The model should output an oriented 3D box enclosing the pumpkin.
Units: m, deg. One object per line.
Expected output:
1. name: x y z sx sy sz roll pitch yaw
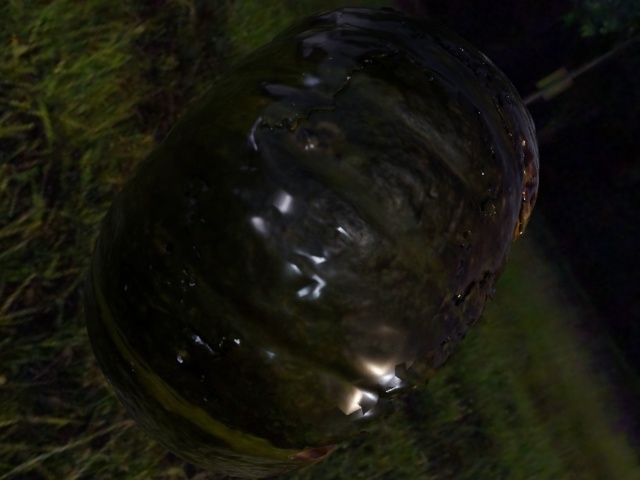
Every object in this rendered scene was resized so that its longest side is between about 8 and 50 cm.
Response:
1. pumpkin: 0.000 0.000 0.551 0.192 0.320 0.320 44 17 5
